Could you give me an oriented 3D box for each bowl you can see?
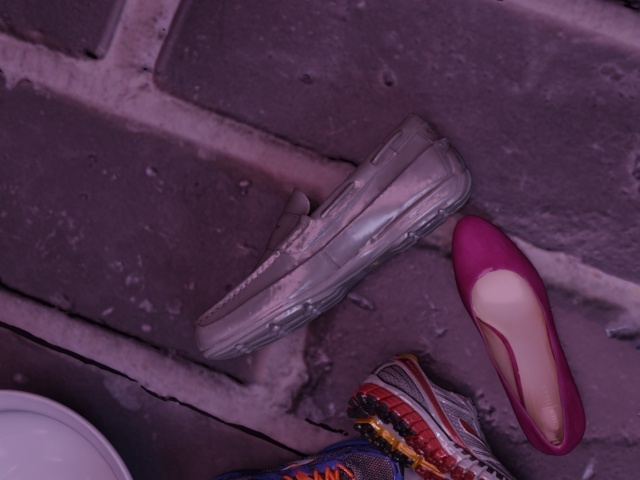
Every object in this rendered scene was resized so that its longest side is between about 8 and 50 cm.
[{"bbox_3d":[-0.296,0.294,1.362,0.298,0.134,0.297,0,88,11],"label":"bowl"}]

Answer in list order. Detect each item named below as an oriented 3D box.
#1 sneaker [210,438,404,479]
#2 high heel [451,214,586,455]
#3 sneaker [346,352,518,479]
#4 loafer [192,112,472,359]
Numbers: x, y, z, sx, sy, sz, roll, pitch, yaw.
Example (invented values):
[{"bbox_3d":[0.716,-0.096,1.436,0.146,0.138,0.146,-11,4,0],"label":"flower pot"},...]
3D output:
[{"bbox_3d":[-0.023,0.255,1.338,0.221,0.087,0.083,-18,86,9],"label":"sneaker"},{"bbox_3d":[0.184,0.088,1.290,0.082,0.117,0.244,-19,85,9],"label":"high heel"},{"bbox_3d":[0.135,0.196,1.309,0.225,0.088,0.092,44,52,-8],"label":"sneaker"},{"bbox_3d":[0.000,0.000,1.336,0.319,0.112,0.111,-36,78,0],"label":"loafer"}]
